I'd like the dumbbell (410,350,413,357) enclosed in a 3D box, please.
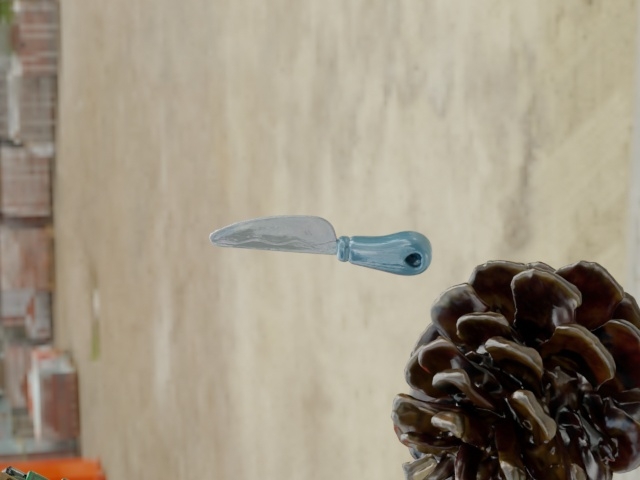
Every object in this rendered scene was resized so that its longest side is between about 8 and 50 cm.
[{"bbox_3d":[0.178,0.226,1.777,0.143,0.143,0.325,142,132,-74],"label":"dumbbell"}]

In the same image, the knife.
[{"bbox_3d":[0.001,-0.002,1.572,0.032,0.244,0.058,-79,-3,-51],"label":"knife"}]

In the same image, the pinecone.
[{"bbox_3d":[0.184,0.140,1.300,0.309,0.244,0.244,-37,-44,-57],"label":"pinecone"}]

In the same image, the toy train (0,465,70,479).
[{"bbox_3d":[-0.453,0.435,2.337,0.091,0.228,0.136,-54,13,28],"label":"toy train"}]
